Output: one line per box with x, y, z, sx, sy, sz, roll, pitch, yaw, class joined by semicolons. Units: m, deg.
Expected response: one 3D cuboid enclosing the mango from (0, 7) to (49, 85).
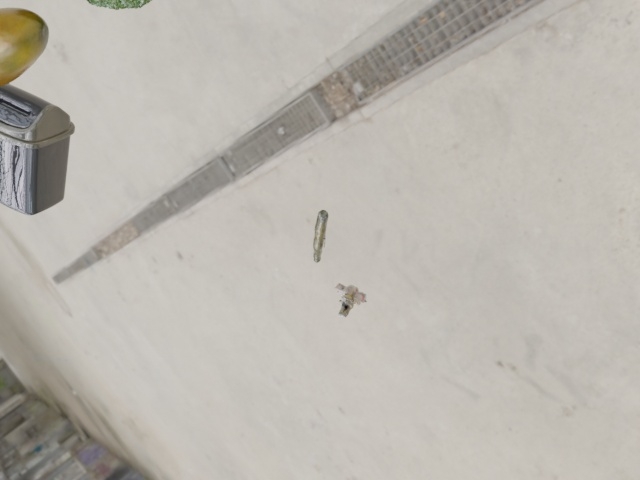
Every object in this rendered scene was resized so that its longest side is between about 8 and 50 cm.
-0.616;-0.360;1.382;0.254;0.175;0.139;3;133;52;mango

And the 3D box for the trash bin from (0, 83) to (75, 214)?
-0.727;-0.228;1.816;0.209;0.182;0.290;25;124;15;trash bin

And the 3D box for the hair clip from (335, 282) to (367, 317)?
0.060;0.111;1.464;0.062;0.056;0.214;20;-174;8;hair clip

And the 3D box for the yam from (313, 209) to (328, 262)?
-0.001;-0.001;1.589;0.029;0.027;0.234;19;155;6;yam

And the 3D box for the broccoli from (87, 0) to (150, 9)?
-0.430;-0.652;1.425;0.310;0.321;0.413;-11;113;45;broccoli
